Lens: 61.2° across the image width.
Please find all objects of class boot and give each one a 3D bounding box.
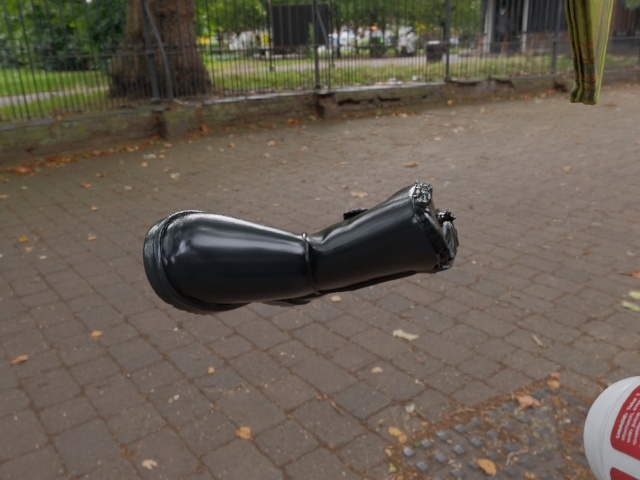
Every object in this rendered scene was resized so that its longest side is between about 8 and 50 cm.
[{"bbox_3d":[0.000,0.000,0.486,0.207,0.094,0.247,-20,-19,27],"label":"boot"}]

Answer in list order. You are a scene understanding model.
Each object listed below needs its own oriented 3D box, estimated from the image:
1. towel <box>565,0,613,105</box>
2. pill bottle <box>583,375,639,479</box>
[{"bbox_3d":[0.154,-0.177,0.314,0.021,0.102,0.237,7,-11,30],"label":"towel"},{"bbox_3d":[0.422,0.231,0.505,0.229,0.228,0.407,-2,-9,2],"label":"pill bottle"}]
